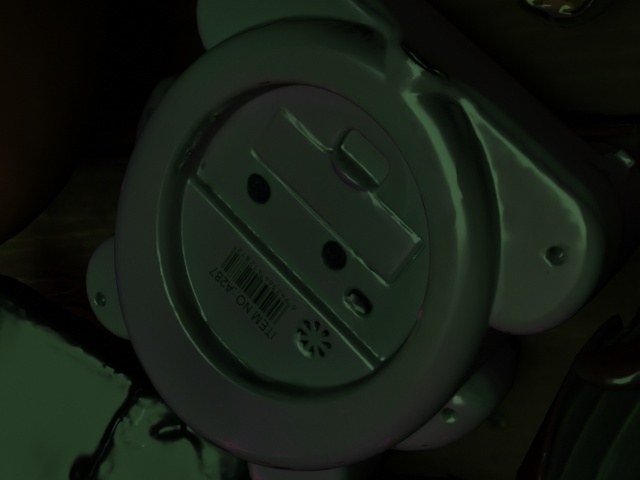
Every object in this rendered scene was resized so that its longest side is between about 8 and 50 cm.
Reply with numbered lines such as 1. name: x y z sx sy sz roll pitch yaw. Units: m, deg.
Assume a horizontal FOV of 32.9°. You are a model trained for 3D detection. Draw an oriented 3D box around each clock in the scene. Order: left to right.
1. clock: 0.000 0.000 0.518 0.227 0.090 0.248 45 123 14

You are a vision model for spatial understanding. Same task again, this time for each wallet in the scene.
1. wallet: -0.209 0.239 0.628 0.228 0.062 0.406 30 95 13

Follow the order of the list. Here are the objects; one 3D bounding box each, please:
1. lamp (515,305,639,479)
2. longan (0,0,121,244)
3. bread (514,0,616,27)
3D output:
1. lamp: 0.180 0.118 0.349 0.233 0.265 0.233 -41 42 52
2. longan: -0.232 -0.122 0.508 0.297 0.297 0.297 9 108 30
3. bread: 0.122 -0.186 0.411 0.073 0.053 0.214 28 119 27
